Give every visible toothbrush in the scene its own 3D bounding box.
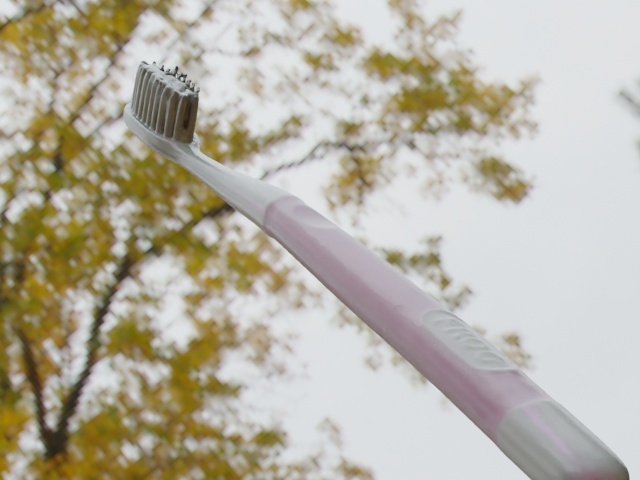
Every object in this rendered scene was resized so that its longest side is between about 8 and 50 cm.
[{"bbox_3d":[0.000,0.000,0.502,0.020,0.286,0.025,0,-68,-29],"label":"toothbrush"}]
